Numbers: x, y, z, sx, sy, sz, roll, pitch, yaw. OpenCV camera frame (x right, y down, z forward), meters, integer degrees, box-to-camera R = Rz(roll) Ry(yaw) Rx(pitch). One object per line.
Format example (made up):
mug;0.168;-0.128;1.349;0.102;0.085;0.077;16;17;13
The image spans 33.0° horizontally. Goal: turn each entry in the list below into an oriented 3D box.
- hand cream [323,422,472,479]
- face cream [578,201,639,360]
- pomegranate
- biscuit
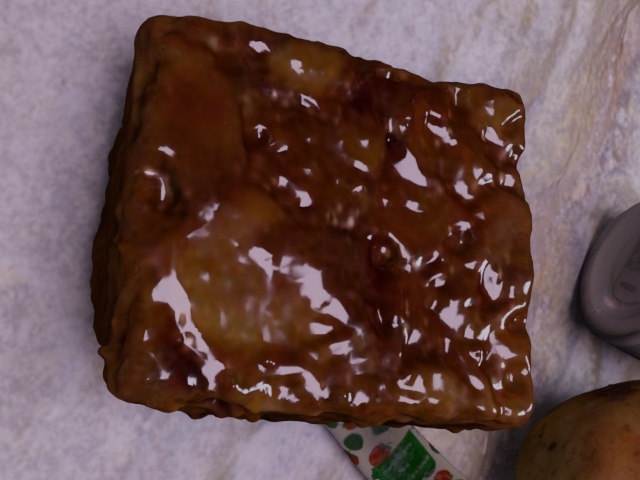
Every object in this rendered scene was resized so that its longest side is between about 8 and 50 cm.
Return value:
hand cream;0.054;0.196;1.098;0.095;0.059;0.276;-46;112;-17
face cream;0.398;0.057;1.197;0.153;0.177;0.177;26;79;-24
pomegranate;0.336;0.278;1.121;0.281;0.281;0.281;-1;91;-27
biscuit;0.000;0.000;0.973;0.395;0.166;0.342;10;74;-24
